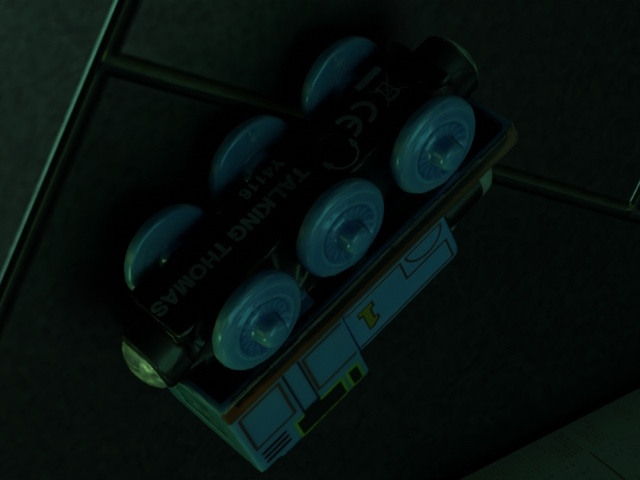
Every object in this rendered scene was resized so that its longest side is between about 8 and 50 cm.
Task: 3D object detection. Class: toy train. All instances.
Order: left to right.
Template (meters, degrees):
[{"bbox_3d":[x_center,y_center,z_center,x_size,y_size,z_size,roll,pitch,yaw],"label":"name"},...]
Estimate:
[{"bbox_3d":[0.000,0.000,0.751,0.184,0.080,0.105,-45,145,-13],"label":"toy train"}]

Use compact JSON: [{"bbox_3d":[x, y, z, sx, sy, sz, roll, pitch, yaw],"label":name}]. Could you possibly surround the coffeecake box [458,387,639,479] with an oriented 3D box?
[{"bbox_3d":[0.139,0.168,0.976,0.185,0.068,0.142,-22,130,-29],"label":"coffeecake box"}]
